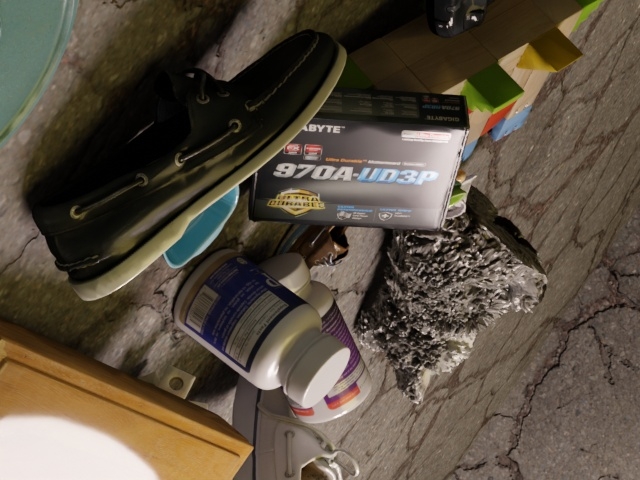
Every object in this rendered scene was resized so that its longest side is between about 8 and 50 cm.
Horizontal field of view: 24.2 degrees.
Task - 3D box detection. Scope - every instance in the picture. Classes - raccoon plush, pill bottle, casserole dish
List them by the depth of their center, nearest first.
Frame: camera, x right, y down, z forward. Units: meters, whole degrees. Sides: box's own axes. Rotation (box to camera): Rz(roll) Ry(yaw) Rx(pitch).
[{"bbox_3d":[-0.136,-0.047,1.506,0.114,0.037,0.188,-48,158,-17],"label":"casserole dish"},{"bbox_3d":[-0.064,0.103,1.689,0.112,0.186,0.112,-46,159,-23],"label":"pill bottle"},{"bbox_3d":[-0.020,0.116,1.817,0.108,0.108,0.193,-40,117,-34],"label":"pill bottle"},{"bbox_3d":[0.106,0.044,2.117,0.299,0.216,0.446,-44,132,15],"label":"raccoon plush"}]

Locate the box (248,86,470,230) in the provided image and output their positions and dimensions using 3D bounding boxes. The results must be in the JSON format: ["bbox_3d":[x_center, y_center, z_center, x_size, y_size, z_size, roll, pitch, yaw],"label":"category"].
[{"bbox_3d":[0.037,-0.087,1.604,0.175,0.220,0.051,101,-9,-51],"label":"box"}]

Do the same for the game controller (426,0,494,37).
[{"bbox_3d":[0.162,-0.371,1.564,0.319,0.067,0.166,87,27,-42],"label":"game controller"}]

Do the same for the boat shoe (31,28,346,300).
[{"bbox_3d":[-0.122,-0.099,1.354,0.340,0.113,0.127,-42,-157,-10],"label":"boat shoe"}]

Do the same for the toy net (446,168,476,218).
[{"bbox_3d":[0.134,-0.042,1.817,0.122,0.045,0.232,-32,170,16],"label":"toy net"}]

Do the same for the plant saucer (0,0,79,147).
[{"bbox_3d":[-0.273,-0.136,1.043,0.317,0.043,0.317,-46,158,-25],"label":"plant saucer"}]

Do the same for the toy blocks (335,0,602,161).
[{"bbox_3d":[0.142,-0.168,1.776,0.381,0.191,0.261,-32,161,-27],"label":"toy blocks"}]

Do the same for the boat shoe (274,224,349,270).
[{"bbox_3d":[0.000,0.000,1.846,0.183,0.066,0.066,-61,159,17],"label":"boat shoe"}]

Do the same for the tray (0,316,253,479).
[{"bbox_3d":[-0.249,0.220,1.457,0.203,0.076,0.411,-55,142,1],"label":"tray"}]

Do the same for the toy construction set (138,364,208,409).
[{"bbox_3d":[-0.187,0.296,1.774,0.215,0.151,0.328,-45,158,-25],"label":"toy construction set"}]

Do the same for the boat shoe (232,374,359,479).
[{"bbox_3d":[-0.029,0.289,1.864,0.367,0.156,0.136,-90,174,-47],"label":"boat shoe"}]
